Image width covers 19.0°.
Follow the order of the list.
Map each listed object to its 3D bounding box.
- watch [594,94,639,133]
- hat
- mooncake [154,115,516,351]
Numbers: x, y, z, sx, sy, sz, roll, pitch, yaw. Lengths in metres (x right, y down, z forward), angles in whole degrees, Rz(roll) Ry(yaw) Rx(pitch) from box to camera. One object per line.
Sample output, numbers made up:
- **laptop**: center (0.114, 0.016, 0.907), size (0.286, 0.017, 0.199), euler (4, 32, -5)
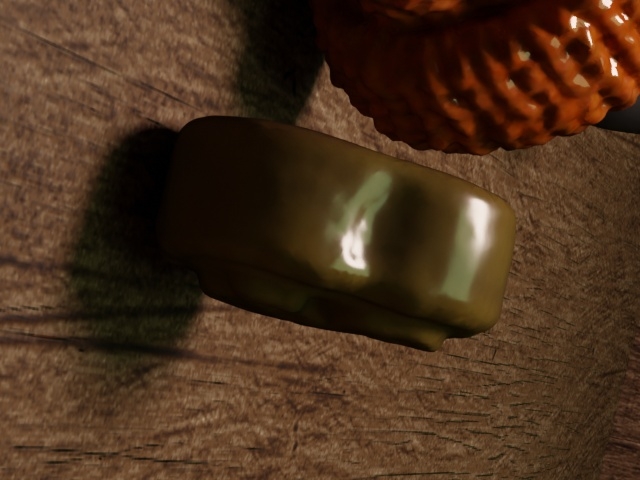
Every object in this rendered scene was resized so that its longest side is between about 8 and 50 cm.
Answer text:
- **watch**: center (0.346, -0.286, 2.038), size (0.327, 0.314, 0.335), euler (99, 4, -56)
- **hat**: center (0.087, -0.258, 1.323), size (0.400, 0.285, 0.285), euler (57, 48, -47)
- **mooncake**: center (0.000, 0.000, 1.265), size (0.235, 0.235, 0.117), euler (36, 65, -70)
